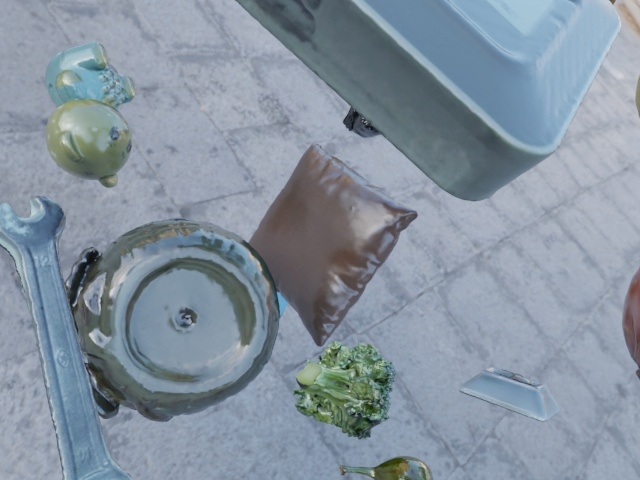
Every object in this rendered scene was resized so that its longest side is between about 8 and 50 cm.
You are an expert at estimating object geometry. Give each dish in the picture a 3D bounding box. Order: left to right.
[{"bbox_3d":[0.537,0.417,1.599,0.243,0.080,0.182,14,3,35],"label":"dish"}]

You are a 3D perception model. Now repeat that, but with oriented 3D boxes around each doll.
[{"bbox_3d":[-0.470,-0.247,1.153,0.177,0.162,0.260,63,13,-68],"label":"doll"}]

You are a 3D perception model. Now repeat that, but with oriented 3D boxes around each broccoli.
[{"bbox_3d":[0.078,0.463,1.814,0.339,0.317,0.277,19,74,20],"label":"broccoli"}]

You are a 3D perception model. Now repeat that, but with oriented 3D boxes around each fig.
[{"bbox_3d":[0.182,0.665,1.562,0.260,0.151,0.151,4,41,9],"label":"fig"}]

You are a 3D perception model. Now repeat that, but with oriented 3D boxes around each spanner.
[{"bbox_3d":[-0.219,0.102,0.479,0.071,0.017,0.301,-10,78,-48],"label":"spanner"}]

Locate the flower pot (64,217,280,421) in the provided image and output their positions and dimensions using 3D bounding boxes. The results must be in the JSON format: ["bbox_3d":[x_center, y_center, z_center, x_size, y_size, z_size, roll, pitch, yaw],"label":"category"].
[{"bbox_3d":[-0.220,0.109,0.830,0.302,0.213,0.301,-1,94,-19],"label":"flower pot"}]

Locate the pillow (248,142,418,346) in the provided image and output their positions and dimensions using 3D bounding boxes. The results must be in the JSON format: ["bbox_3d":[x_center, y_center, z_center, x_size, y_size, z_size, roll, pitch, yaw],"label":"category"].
[{"bbox_3d":[0.000,0.000,1.099,0.108,0.305,0.308,23,14,-49],"label":"pillow"}]

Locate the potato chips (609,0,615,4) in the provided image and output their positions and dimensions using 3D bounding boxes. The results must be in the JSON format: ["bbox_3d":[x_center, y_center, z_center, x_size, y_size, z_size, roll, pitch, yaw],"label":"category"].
[{"bbox_3d":[0.372,-0.417,0.851,0.049,0.150,0.201,-23,87,-24],"label":"potato chips"}]

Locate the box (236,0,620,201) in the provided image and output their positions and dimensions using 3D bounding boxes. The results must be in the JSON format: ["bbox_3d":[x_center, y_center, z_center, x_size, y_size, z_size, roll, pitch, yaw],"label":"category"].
[{"bbox_3d":[0.115,-0.278,0.591,0.396,0.111,0.396,42,51,-2],"label":"box"}]

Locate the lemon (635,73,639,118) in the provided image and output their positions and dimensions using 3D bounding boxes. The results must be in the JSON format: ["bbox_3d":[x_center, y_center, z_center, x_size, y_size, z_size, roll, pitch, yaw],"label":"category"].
[{"bbox_3d":[0.623,-0.249,0.945,0.178,0.178,0.203,19,60,-29],"label":"lemon"}]

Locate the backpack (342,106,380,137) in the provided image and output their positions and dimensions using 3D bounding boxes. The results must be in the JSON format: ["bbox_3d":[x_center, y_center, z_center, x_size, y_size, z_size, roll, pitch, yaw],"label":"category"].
[{"bbox_3d":[0.140,-0.327,1.371,0.106,0.165,0.120,29,-4,-24],"label":"backpack"}]

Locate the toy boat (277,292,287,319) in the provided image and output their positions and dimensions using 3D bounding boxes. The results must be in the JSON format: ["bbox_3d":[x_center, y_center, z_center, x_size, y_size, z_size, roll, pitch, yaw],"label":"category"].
[{"bbox_3d":[-0.166,0.223,1.846,0.088,0.102,0.215,31,52,-9],"label":"toy boat"}]

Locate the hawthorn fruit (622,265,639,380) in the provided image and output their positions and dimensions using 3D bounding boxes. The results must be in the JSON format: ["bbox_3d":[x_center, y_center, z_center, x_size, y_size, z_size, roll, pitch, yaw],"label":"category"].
[{"bbox_3d":[0.354,0.101,0.391,0.284,0.284,0.284,24,42,-24],"label":"hawthorn fruit"}]
